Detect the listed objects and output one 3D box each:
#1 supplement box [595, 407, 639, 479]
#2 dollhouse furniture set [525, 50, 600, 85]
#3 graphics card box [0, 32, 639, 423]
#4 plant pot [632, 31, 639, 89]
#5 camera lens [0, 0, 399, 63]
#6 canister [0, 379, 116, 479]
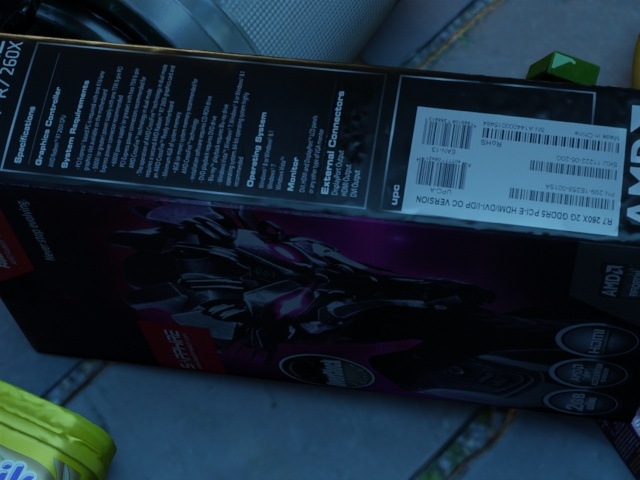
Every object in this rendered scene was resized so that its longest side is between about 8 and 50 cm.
[{"bbox_3d":[0.198,0.099,0.846,0.055,0.043,0.083,-26,69,-15],"label":"supplement box"},{"bbox_3d":[0.135,-0.046,0.922,0.076,0.058,0.151,18,84,-4],"label":"dollhouse furniture set"},{"bbox_3d":[0.000,0.000,0.753,0.371,0.233,0.094,5,63,6],"label":"graphics card box"},{"bbox_3d":[0.258,-0.117,0.918,0.134,0.134,0.095,-6,36,-7],"label":"plant pot"},{"bbox_3d":[-0.062,-0.181,0.863,0.219,0.219,0.274,32,67,11],"label":"camera lens"},{"bbox_3d":[-0.205,0.163,0.773,0.126,0.073,0.170,22,67,7],"label":"canister"}]
